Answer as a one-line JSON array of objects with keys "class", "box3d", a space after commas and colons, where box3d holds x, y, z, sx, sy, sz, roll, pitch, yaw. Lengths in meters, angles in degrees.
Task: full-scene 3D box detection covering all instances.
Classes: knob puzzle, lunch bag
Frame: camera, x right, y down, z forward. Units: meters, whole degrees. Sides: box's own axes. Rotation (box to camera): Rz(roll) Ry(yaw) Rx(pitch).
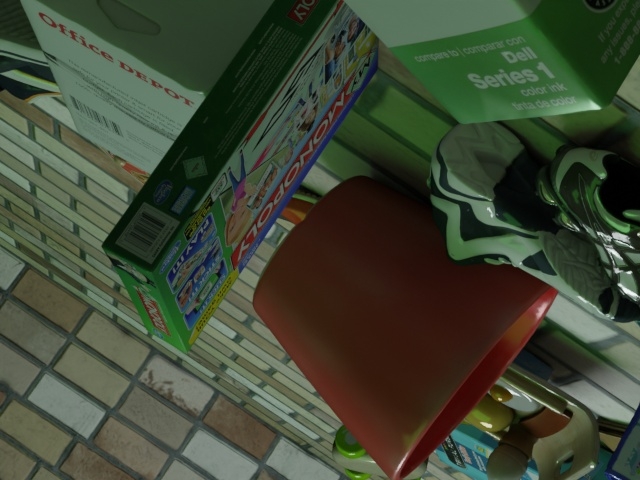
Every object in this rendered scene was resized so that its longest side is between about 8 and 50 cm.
[{"class": "knob puzzle", "box3d": [-0.266, -0.106, 1.793, 0.213, 0.030, 0.213, 31, 163, 10]}, {"class": "lunch bag", "box3d": [0.400, 0.249, 1.386, 0.151, 0.128, 0.096, 39, 162, -20]}]

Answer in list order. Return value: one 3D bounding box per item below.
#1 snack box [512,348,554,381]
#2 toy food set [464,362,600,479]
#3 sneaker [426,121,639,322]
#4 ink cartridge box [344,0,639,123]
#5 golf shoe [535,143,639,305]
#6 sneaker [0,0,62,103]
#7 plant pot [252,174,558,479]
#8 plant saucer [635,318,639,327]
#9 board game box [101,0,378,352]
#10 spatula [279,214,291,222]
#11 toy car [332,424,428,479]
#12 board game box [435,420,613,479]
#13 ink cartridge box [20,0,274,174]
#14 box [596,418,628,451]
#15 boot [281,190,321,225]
[{"class": "snack box", "box3d": [0.186, 0.159, 1.630, 0.174, 0.070, 0.207, 35, 164, -5]}, {"class": "toy food set", "box3d": [0.177, 0.212, 1.519, 0.306, 0.092, 0.219, 30, 157, 5]}, {"class": "sneaker", "box3d": [0.189, -0.005, 1.134, 0.235, 0.094, 0.153, 34, 164, -2]}, {"class": "ink cartridge box", "box3d": [0.063, -0.222, 0.576, 0.278, 0.201, 0.117, 43, 160, -26]}, {"class": "golf shoe", "box3d": [0.269, -0.004, 1.018, 0.198, 0.077, 0.094, 38, 163, -17]}, {"class": "sneaker", "box3d": [-0.377, -0.244, 1.453, 0.321, 0.126, 0.127, 25, 155, 23]}, {"class": "plant pot", "box3d": [0.079, 0.076, 1.316, 0.243, 0.275, 0.275, 40, 165, 16]}, {"class": "plant saucer", "box3d": [0.397, 0.135, 1.269, 0.192, 0.018, 0.067, 44, 160, -33]}, {"class": "board game box", "box3d": [-0.050, -0.077, 0.983, 0.046, 0.317, 0.213, 29, 163, 12]}, {"class": "spatula", "box3d": [-0.040, -0.021, 1.611, 0.296, 0.030, 0.084, 31, 161, 8]}, {"class": "toy car", "box3d": [0.104, 0.270, 1.909, 0.149, 0.188, 0.155, 8, 155, 10]}, {"class": "board game box", "box3d": [0.321, 0.338, 1.859, 0.336, 0.079, 0.253, 25, 161, 26]}, {"class": "ink cartridge box", "box3d": [-0.152, -0.170, 1.235, 0.223, 0.129, 0.307, 31, 163, 11]}, {"class": "box", "box3d": [0.470, 0.308, 1.601, 0.201, 0.021, 0.164, 43, 161, -27]}, {"class": "boot", "box3d": [0.000, 0.000, 1.509, 0.158, 0.084, 0.059, 33, 165, 8]}]
